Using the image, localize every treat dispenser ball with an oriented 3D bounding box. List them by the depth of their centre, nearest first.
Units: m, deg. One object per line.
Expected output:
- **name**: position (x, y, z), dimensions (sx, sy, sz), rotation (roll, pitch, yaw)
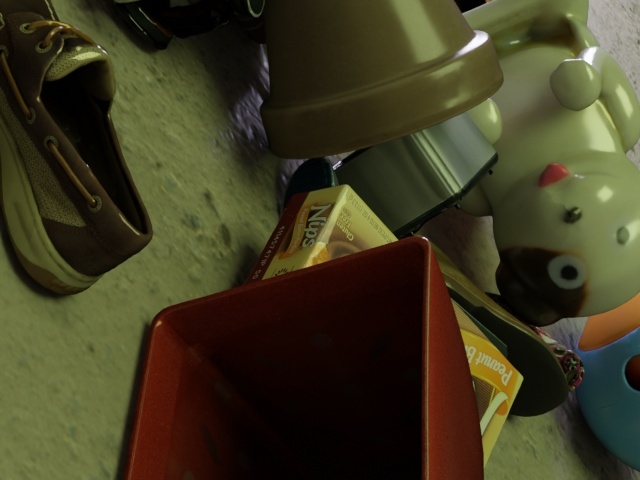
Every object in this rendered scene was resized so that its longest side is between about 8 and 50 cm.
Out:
- **treat dispenser ball**: position (0.480, 0.174, 2.018), dimensions (0.288, 0.288, 0.288), rotation (39, 37, -37)

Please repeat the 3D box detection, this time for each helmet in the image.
- **helmet**: position (-0.141, -0.283, 1.508), dimensions (0.161, 0.169, 0.169), rotation (54, 25, -50)

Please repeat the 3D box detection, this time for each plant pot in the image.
- **plant pot**: position (0.012, 0.198, 1.287), dimensions (0.267, 0.267, 0.236), rotation (-85, 151, -44)
- **plant pot**: position (0.037, -0.235, 1.610), dimensions (0.263, 0.263, 0.229), rotation (-44, 118, -61)

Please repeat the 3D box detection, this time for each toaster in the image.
- **toaster**: position (0.089, -0.065, 1.702), dimensions (0.110, 0.168, 0.185), rotation (55, 29, -4)

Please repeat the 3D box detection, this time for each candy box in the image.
- **candy box**: position (0.058, 0.117, 1.520), dimensions (0.316, 0.087, 0.183), rotation (47, 55, -28)

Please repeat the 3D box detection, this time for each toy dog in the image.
- **toy dog**: position (0.271, -0.084, 1.900), dimensions (0.395, 0.284, 0.408), rotation (76, -3, -47)

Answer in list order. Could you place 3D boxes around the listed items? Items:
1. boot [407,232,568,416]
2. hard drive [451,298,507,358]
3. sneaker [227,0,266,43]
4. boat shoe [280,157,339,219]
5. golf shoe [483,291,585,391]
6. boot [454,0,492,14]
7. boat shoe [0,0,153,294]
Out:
- **boot**: position (0.189, 0.098, 1.804), dimensions (0.305, 0.112, 0.115), rotation (42, 24, -31)
- **hard drive**: position (0.133, 0.110, 1.700), dimensions (0.135, 0.094, 0.022), rotation (40, 37, -36)
- **sneaker**: position (-0.061, -0.321, 1.760), dimensions (0.162, 0.106, 0.281), rotation (59, 31, -31)
- **boat shoe**: position (0.000, 0.000, 1.615), dimensions (0.066, 0.066, 0.183), rotation (36, 48, -48)
- **golf shoe**: position (0.248, 0.125, 1.928), dimensions (0.186, 0.067, 0.086), rotation (40, -1, -24)
- **boot**: position (0.293, -0.311, 2.268), dimensions (0.283, 0.109, 0.220), rotation (57, 21, 10)
- **boat shoe**: position (-0.222, -0.131, 1.284), dimensions (0.123, 0.123, 0.342), rotation (11, 56, -56)
